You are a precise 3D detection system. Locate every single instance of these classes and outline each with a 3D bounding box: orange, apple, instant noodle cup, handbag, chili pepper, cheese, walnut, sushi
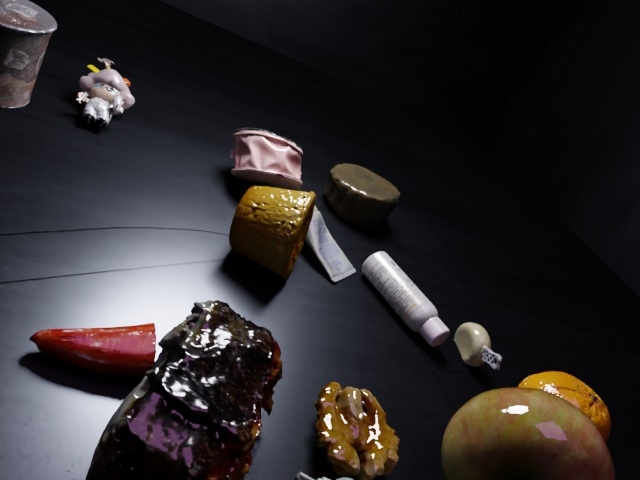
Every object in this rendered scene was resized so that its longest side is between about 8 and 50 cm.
[{"bbox_3d":[0.505,0.363,1.065,0.194,0.161,0.193,23,24,-11],"label":"orange"},{"bbox_3d":[0.330,0.354,0.820,0.257,0.256,0.234,40,25,18],"label":"apple"},{"bbox_3d":[-0.727,-0.428,1.137,0.218,0.207,0.217,24,30,-14],"label":"instant noodle cup"},{"bbox_3d":[-0.142,-0.215,1.369,0.205,0.116,0.179,12,-8,-16],"label":"handbag"},{"bbox_3d":[-0.327,0.151,0.737,0.169,0.064,0.088,11,33,-25],"label":"chili pepper"},{"bbox_3d":[0.366,0.257,1.182,0.048,0.092,0.171,5,27,-14],"label":"cheese"},{"bbox_3d":[0.053,0.312,0.821,0.143,0.069,0.170,20,28,-16],"label":"walnut"},{"bbox_3d":[-0.154,0.219,0.647,0.182,0.196,0.343,22,28,-1],"label":"sushi"}]

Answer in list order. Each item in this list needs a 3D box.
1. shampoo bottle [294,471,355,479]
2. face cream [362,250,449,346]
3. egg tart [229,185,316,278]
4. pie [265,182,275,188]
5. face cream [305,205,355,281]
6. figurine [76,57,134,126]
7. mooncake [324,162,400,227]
[{"bbox_3d":[0.055,0.379,0.729,0.195,0.056,0.056,28,28,-5],"label":"shampoo bottle"},{"bbox_3d":[0.206,0.141,1.228,0.082,0.081,0.269,-1,42,-44],"label":"face cream"},{"bbox_3d":[-0.105,-0.032,1.117,0.147,0.202,0.202,20,28,5],"label":"egg tart"},{"bbox_3d":[-0.087,-0.070,1.343,0.088,0.033,0.191,17,37,-46],"label":"pie"},{"bbox_3d":[0.000,0.000,1.269,0.114,0.070,0.224,-18,74,-56],"label":"face cream"},{"bbox_3d":[-0.556,-0.371,1.316,0.138,0.111,0.228,11,46,-17],"label":"figurine"},{"bbox_3d":[0.120,-0.136,1.554,0.229,0.124,0.228,18,30,-11],"label":"mooncake"}]
